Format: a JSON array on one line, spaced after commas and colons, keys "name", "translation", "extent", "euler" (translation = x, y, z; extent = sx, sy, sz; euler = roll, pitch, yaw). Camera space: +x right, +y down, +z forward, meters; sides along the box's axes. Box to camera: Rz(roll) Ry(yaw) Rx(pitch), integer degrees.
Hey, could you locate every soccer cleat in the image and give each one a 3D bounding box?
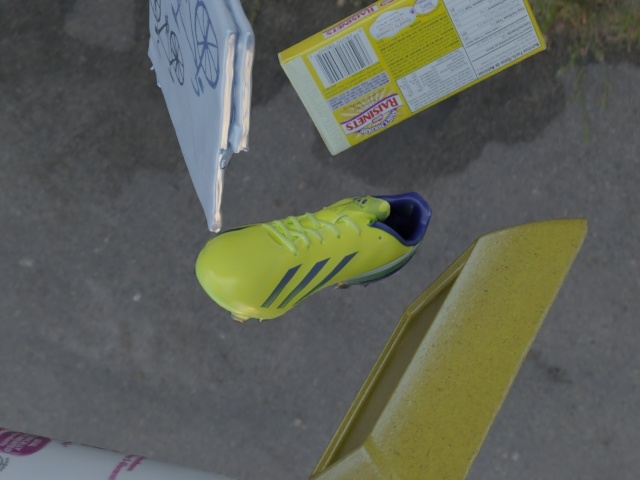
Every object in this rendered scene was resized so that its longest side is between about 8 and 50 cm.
[{"name": "soccer cleat", "translation": [0.000, -0.001, 0.991], "extent": [0.121, 0.289, 0.093], "euler": [-45, 71, 31]}]

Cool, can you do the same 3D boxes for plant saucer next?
[{"name": "plant saucer", "translation": [0.098, 0.142, 1.058], "extent": [0.081, 0.333, 0.333], "euler": [32, 155, -1]}]

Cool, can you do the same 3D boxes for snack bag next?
[{"name": "snack bag", "translation": [-0.139, -0.215, 1.212], "extent": [0.037, 0.323, 0.342], "euler": [-12, 147, -17]}]

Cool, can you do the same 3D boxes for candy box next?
[{"name": "candy box", "translation": [0.078, -0.160, 0.922], "extent": [0.206, 0.027, 0.105], "euler": [-26, 128, 7]}]

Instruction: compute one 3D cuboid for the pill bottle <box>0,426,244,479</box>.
[{"name": "pill bottle", "translation": [-0.133, 0.232, 0.766], "extent": [0.283, 0.160, 0.160], "euler": [10, 130, 7]}]
